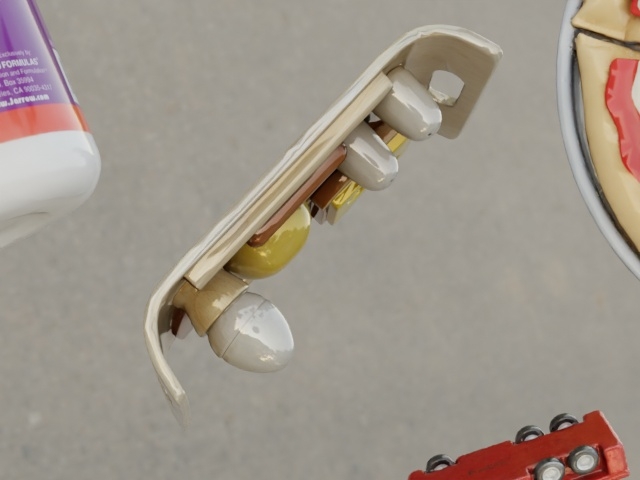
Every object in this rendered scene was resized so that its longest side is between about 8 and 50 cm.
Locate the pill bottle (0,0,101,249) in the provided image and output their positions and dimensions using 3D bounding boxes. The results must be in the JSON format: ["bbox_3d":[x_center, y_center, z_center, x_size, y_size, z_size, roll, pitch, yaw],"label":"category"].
[{"bbox_3d":[-0.263,-0.143,1.027,0.181,0.181,0.323,-13,79,-66],"label":"pill bottle"}]

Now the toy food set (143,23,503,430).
[{"bbox_3d":[0.000,0.000,1.214,0.092,0.306,0.220,43,-9,5],"label":"toy food set"}]

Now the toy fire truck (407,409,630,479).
[{"bbox_3d":[0.161,0.185,1.180,0.047,0.192,0.135,-116,-171,-61],"label":"toy fire truck"}]

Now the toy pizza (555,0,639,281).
[{"bbox_3d":[0.179,-0.056,0.589,0.032,0.201,0.201,52,23,-79],"label":"toy pizza"}]
